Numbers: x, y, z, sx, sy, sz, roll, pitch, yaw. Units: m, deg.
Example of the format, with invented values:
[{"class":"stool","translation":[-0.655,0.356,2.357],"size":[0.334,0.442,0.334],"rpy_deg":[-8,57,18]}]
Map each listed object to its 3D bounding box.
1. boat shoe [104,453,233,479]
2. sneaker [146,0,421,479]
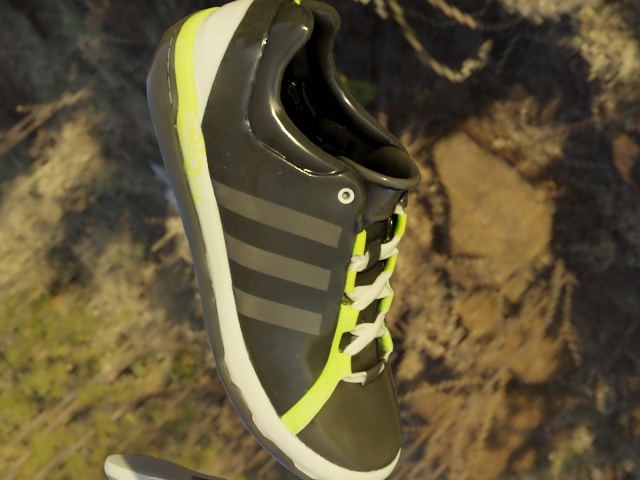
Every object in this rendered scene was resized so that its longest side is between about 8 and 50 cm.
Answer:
[{"class":"boat shoe","translation":[-0.115,0.215,1.229],"size":[0.142,0.040,0.049],"rpy_deg":[15,-170,2]},{"class":"sneaker","translation":[0.000,0.000,0.633],"size":[0.097,0.084,0.234],"rpy_deg":[-14,103,33]}]
